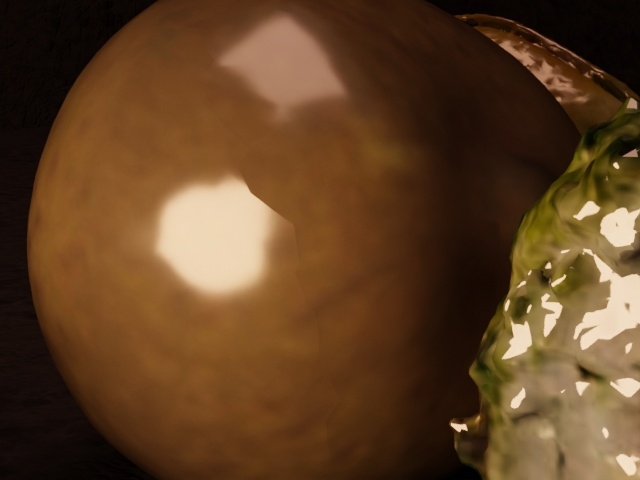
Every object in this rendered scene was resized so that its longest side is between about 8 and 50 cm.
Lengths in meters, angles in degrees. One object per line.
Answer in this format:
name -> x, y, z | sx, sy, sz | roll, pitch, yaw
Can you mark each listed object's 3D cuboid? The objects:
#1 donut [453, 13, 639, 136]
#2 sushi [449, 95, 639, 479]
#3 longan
donut -> 0.159, -0.065, 1.172 | 0.272, 0.107, 0.272 | 31, -15, 9
sushi -> 0.228, 0.086, 0.511 | 0.352, 0.294, 0.178 | 6, 14, 38
longan -> 0.000, 0.000, 0.938 | 0.361, 0.361, 0.361 | 0, 10, 0
